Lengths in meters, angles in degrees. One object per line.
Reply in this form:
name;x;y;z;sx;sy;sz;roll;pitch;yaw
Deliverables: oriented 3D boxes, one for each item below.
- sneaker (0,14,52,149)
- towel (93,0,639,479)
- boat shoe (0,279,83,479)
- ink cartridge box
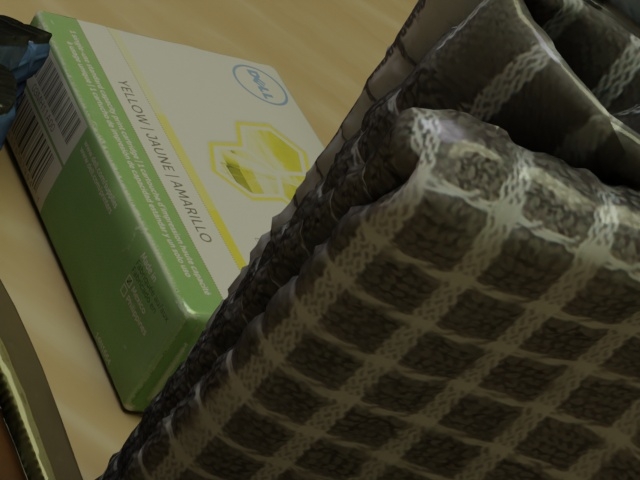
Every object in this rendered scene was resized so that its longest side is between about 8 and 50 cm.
sneaker;-0.144;-0.037;0.599;0.083;0.087;0.221;22;13;-7
towel;0.070;0.075;0.445;0.235;0.283;0.121;37;48;0
boat shoe;-0.120;0.071;0.418;0.307;0.110;0.104;48;30;24
ink cartridge box;0.000;0.000;0.727;0.235;0.056;0.171;8;38;-39
